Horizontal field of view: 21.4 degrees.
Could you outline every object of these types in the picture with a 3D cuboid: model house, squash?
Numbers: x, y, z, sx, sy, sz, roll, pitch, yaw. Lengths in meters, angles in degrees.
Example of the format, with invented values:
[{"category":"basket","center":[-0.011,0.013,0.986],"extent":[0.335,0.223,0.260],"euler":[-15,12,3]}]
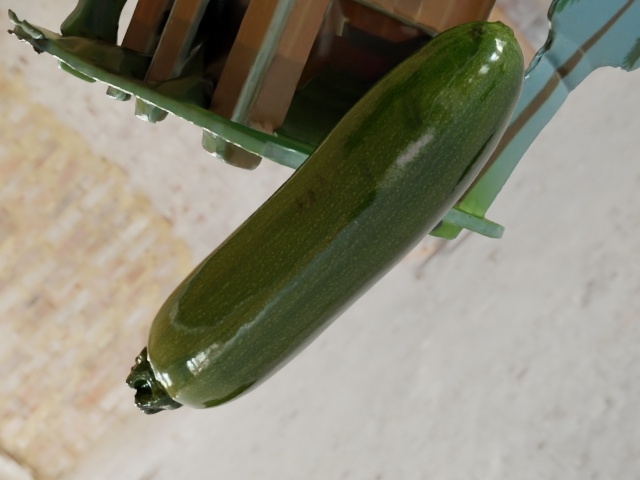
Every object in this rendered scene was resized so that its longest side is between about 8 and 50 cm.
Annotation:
[{"category":"model house","center":[0.054,-0.189,1.064],"extent":[0.300,0.340,0.324],"euler":[29,100,47]},{"category":"squash","center":[0.000,0.000,0.780],"extent":[0.258,0.069,0.069],"euler":[-46,10,16]}]
